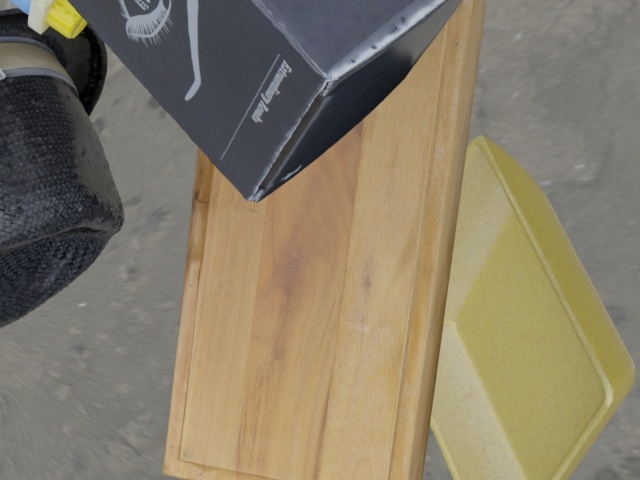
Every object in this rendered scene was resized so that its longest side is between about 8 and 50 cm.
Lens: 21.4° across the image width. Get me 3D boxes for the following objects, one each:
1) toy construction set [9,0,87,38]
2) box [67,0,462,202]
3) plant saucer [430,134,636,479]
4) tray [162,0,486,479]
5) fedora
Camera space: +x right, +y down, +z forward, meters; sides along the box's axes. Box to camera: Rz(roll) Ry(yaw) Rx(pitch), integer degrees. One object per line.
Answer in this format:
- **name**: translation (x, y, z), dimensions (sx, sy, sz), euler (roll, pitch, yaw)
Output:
- **toy construction set**: translation (-0.114, -0.298, 1.182), dimensions (0.151, 0.215, 0.328), euler (26, 38, -7)
- **box**: translation (-0.044, -0.141, 0.722), dimensions (0.108, 0.153, 0.207), euler (-41, 88, -22)
- **plant saucer**: translation (0.203, 0.112, 1.752), dimensions (0.081, 0.333, 0.333), euler (-7, 54, -23)
- **tray**: translation (0.000, 0.000, 1.336), dimensions (0.203, 0.076, 0.411), euler (9, 99, 13)
- **fedora**: translation (-0.262, -0.025, 1.289), dimensions (0.334, 0.334, 0.152), euler (-38, 75, -12)
